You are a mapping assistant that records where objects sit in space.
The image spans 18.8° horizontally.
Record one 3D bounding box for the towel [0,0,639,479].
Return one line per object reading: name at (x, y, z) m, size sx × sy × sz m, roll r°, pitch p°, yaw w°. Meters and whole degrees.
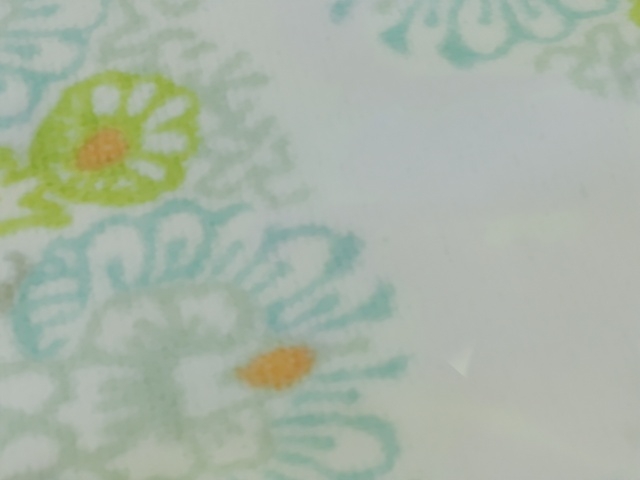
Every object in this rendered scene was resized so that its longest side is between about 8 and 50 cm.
towel at (0.000, 0.000, 0.476) m, size 0.090 × 0.374 × 0.321 m, roll 96°, pitch -16°, yaw -53°
